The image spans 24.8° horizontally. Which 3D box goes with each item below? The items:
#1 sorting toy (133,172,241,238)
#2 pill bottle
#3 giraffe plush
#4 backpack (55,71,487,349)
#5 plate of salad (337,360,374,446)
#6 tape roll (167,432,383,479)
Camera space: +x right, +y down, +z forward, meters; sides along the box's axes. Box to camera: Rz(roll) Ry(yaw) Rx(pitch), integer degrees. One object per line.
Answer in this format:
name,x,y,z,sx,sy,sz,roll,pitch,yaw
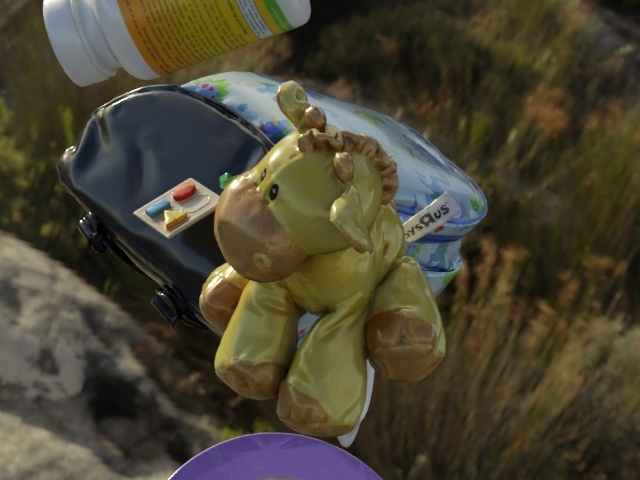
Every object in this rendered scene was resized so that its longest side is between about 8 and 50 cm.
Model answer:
sorting toy,-0.101,-0.034,1.143,0.083,0.012,0.062,-34,36,-22
pill bottle,-0.146,-0.242,1.458,0.246,0.136,0.136,-19,29,11
giraffe plush,0.000,0.000,0.957,0.181,0.170,0.210,32,74,29
backpack,-0.011,-0.017,1.331,0.290,0.273,0.355,39,0,37
plate of salad,0.023,0.121,1.563,0.048,0.199,0.200,2,26,13
tape roll,-0.044,0.318,1.317,0.275,0.090,0.274,7,65,-15
